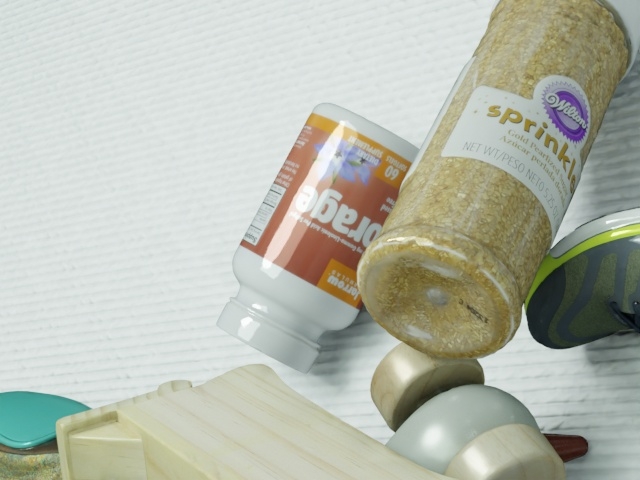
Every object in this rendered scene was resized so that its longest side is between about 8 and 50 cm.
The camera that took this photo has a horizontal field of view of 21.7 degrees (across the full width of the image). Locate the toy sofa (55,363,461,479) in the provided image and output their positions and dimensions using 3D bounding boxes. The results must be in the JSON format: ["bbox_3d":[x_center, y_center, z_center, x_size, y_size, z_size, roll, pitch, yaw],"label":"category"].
[{"bbox_3d":[-0.032,0.219,1.166,0.362,0.177,0.150,22,122,55],"label":"toy sofa"}]

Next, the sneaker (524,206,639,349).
[{"bbox_3d":[0.270,0.038,1.166,0.300,0.111,0.121,-20,58,39],"label":"sneaker"}]

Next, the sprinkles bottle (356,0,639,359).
[{"bbox_3d":[0.143,-0.074,1.247,0.121,0.121,0.355,-14,34,40],"label":"sprinkles bottle"}]

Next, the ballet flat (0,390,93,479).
[{"bbox_3d":[-0.223,0.217,1.563,0.349,0.123,0.123,4,70,48],"label":"ballet flat"}]

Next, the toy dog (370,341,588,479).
[{"bbox_3d":[0.083,0.221,1.247,0.334,0.161,0.220,-44,46,39],"label":"toy dog"}]

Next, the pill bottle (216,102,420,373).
[{"bbox_3d":[0.000,0.000,1.444,0.121,0.121,0.216,26,88,49],"label":"pill bottle"}]
